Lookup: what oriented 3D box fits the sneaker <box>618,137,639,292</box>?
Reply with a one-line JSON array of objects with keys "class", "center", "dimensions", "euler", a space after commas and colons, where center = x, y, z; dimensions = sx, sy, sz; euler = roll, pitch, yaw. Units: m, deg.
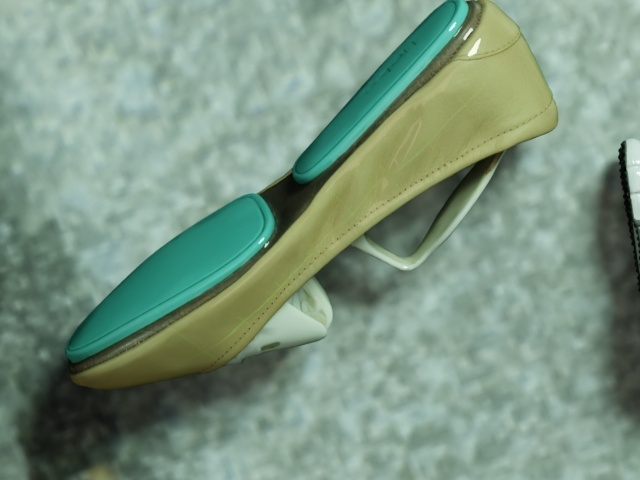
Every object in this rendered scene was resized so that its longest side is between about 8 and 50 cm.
[{"class": "sneaker", "center": [0.150, 0.010, 0.764], "dimensions": [0.043, 0.040, 0.109], "euler": [-8, 98, 3]}]

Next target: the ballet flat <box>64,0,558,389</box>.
[{"class": "ballet flat", "center": [0.000, 0.000, 0.758], "dimensions": [0.232, 0.080, 0.073], "euler": [-40, 108, 10]}]
